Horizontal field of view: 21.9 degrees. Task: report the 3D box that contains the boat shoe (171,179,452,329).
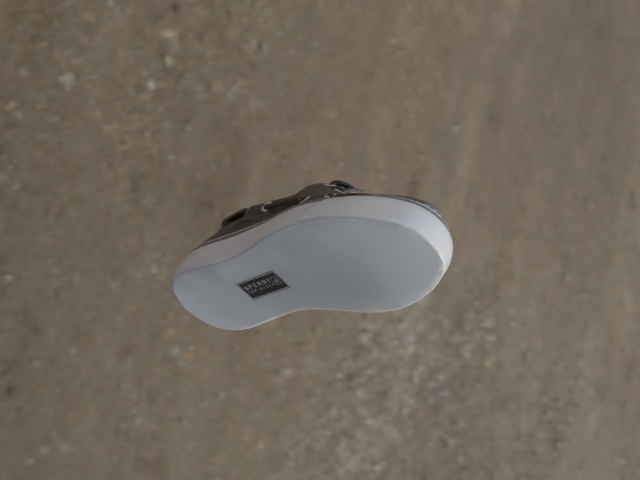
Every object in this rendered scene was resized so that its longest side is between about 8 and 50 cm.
[{"bbox_3d":[0.000,0.000,0.996,0.080,0.228,0.076,44,55,-20],"label":"boat shoe"}]
